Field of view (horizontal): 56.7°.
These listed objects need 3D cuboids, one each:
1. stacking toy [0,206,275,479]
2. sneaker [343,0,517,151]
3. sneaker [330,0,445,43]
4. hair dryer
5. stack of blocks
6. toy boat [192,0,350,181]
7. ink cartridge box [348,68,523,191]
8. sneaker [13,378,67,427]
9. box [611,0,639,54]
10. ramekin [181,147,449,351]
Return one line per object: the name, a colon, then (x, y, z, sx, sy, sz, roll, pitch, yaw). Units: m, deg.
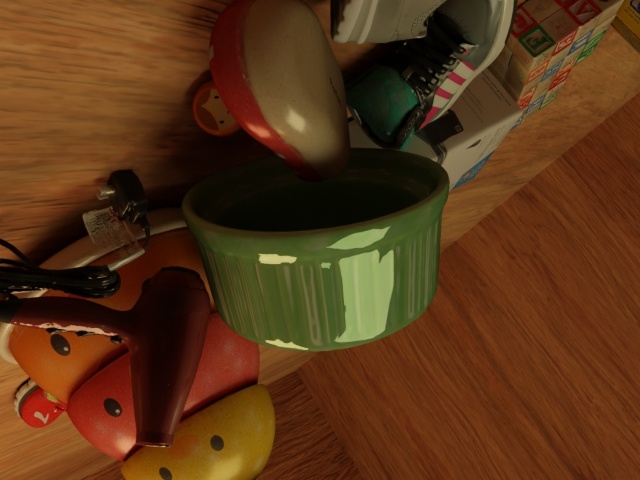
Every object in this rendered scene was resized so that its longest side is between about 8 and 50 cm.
stacking toy: (-0.169, 0.226, 0.793, 0.351, 0.480, 0.350, -33, 165, -10)
sneaker: (0.115, -0.214, 0.753, 0.178, 0.124, 0.295, -39, 169, -23)
sneaker: (0.093, -0.271, 0.498, 0.115, 0.105, 0.281, 2, 165, -14)
hair dryer: (-0.228, 0.087, 0.633, 0.224, 0.293, 0.080, -31, 173, -27)
stack of blocks: (0.388, -0.321, 1.045, 0.171, 0.087, 0.297, -34, 165, -1)
toy boat: (-0.060, -0.144, 0.607, 0.151, 0.151, 0.231, -7, 169, 12)
ink cartridge box: (0.156, -0.143, 1.019, 0.307, 0.129, 0.223, -29, 164, -19)
sneaker: (-0.447, 0.275, 1.051, 0.279, 0.118, 0.107, -44, 162, 30)
box: (0.673, -0.461, 1.052, 0.279, 0.177, 0.290, -44, 162, 29)
ramekin: (0.000, 0.000, 0.707, 0.303, 0.303, 0.148, -24, 119, -35)
